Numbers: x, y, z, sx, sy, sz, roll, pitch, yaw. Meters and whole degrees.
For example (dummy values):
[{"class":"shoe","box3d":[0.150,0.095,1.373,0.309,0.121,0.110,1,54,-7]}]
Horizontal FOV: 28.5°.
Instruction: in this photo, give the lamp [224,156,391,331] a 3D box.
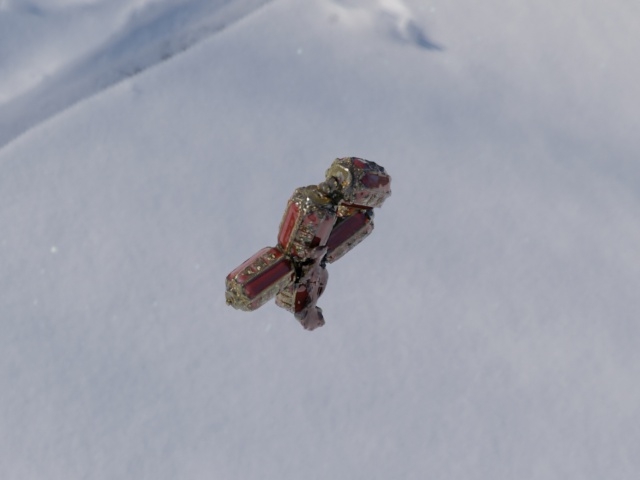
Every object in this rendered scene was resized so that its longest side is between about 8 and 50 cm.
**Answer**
[{"class":"lamp","box3d":[0.000,0.000,0.538,0.031,0.083,0.063,43,14,26]}]
